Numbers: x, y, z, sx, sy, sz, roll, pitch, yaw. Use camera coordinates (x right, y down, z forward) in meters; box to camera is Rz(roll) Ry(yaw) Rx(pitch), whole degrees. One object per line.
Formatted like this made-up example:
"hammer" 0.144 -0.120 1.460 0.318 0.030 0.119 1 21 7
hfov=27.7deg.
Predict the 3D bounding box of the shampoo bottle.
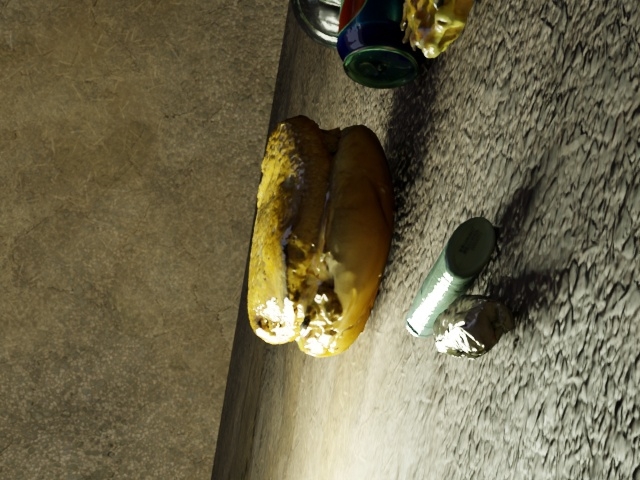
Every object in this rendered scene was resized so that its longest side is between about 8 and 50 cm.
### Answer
"shampoo bottle" 0.119 0.045 1.249 0.069 0.041 0.190 -62 -2 -27

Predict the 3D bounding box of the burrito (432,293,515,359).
"burrito" 0.130 0.077 1.144 0.058 0.045 0.188 -54 3 -6

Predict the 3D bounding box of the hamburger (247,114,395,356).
"hamburger" 0.000 0.000 1.682 0.290 0.170 0.314 108 167 -61

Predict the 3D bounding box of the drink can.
"drink can" 0.083 -0.301 1.644 0.118 0.118 0.204 116 160 -64

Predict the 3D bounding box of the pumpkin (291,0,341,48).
"pumpkin" 0.040 -0.386 1.883 0.220 0.162 0.220 -176 90 -81

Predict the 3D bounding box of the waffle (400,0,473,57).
"waffle" 0.147 -0.366 1.456 0.329 0.062 0.329 -172 90 -83
